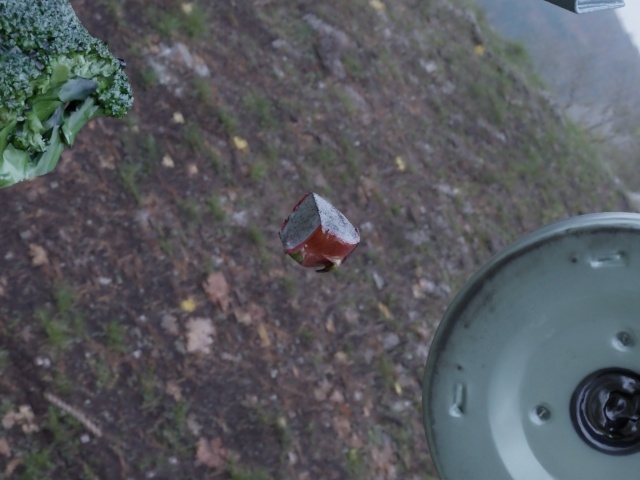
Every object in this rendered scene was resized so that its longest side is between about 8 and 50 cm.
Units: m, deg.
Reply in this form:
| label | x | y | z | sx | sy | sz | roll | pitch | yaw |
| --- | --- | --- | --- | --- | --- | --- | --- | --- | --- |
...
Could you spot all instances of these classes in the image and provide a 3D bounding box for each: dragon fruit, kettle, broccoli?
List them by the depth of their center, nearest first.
| label | x | y | z | sx | sy | sz | roll | pitch | yaw |
| --- | --- | --- | --- | --- | --- | --- | --- | --- | --- |
| broccoli | -0.242 | -0.125 | 0.756 | 0.195 | 0.195 | 0.156 | -63 | 149 | -68 |
| kettle | 0.255 | 0.122 | 0.783 | 0.319 | 0.247 | 0.342 | 47 | 15 | 8 |
| dragon fruit | 0.000 | 0.000 | 0.935 | 0.060 | 0.056 | 0.083 | 33 | 14 | -25 |

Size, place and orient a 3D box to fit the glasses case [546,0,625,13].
| label | x | y | z | sx | sy | sz | roll | pitch | yaw |
| --- | --- | --- | --- | --- | --- | --- | --- | --- | --- |
| glasses case | 0.054 | -0.213 | 0.585 | 0.266 | 0.056 | 0.105 | 33 | -30 | 32 |
